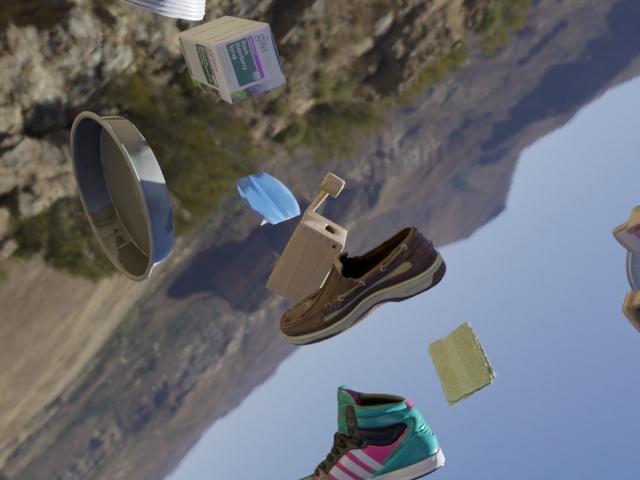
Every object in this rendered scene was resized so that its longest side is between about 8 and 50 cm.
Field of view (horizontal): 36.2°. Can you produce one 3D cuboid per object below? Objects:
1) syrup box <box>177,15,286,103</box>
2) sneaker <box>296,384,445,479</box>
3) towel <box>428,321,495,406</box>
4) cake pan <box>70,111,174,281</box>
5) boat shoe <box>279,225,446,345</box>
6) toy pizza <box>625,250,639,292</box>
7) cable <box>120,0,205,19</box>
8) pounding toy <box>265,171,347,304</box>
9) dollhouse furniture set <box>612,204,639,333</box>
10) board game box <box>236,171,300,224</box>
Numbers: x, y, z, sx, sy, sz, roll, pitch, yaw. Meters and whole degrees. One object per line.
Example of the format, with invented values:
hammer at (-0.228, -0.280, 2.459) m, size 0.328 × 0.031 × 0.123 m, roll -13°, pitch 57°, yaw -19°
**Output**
syrup box at (-0.143, -0.287, 1.535) m, size 0.096 × 0.093 × 0.237 m, roll -23°, pitch -158°, yaw -13°
sneaker at (0.041, 0.336, 1.634) m, size 0.295 × 0.179 × 0.124 m, roll -19°, pitch 180°, yaw 0°
towel at (0.268, 0.236, 1.882) m, size 0.110 × 0.027 × 0.148 m, roll -36°, pitch -135°, yaw 20°
cake pan at (-0.327, -0.076, 1.623) m, size 0.054 × 0.293 × 0.293 m, roll -21°, pitch 167°, yaw -30°
boat shoe at (0.043, 0.055, 1.371) m, size 0.257 × 0.095 × 0.095 m, roll -28°, pitch -157°, yaw 16°
toy pizza at (0.625, 0.031, 1.727) m, size 0.201 × 0.201 × 0.032 m, roll -47°, pitch -165°, yaw -2°
cable at (-0.381, -0.580, 2.227) m, size 0.257 × 0.257 × 0.089 m, roll -120°, pitch -133°, yaw -63°
pounding toy at (0.003, -0.007, 1.677) m, size 0.206 × 0.094 × 0.181 m, roll -61°, pitch -178°, yaw 13°
dollhouse furniture set at (0.491, 0.155, 1.400) m, size 0.198 × 0.286 × 0.303 m, roll -40°, pitch -166°, yaw 50°
board game box at (-0.125, -0.087, 2.199) m, size 0.033 × 0.133 × 0.168 m, roll -47°, pitch 167°, yaw 31°
